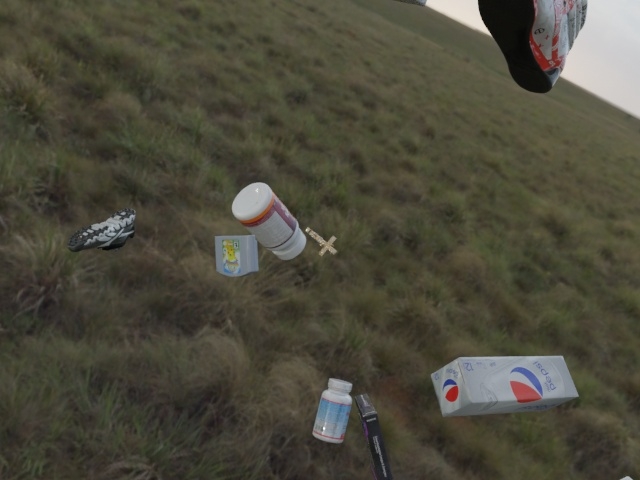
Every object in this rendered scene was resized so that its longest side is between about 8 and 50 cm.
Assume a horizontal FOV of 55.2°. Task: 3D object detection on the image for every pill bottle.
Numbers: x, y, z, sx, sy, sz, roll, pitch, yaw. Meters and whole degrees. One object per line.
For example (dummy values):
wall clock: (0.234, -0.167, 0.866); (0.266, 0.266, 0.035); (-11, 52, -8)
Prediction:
pill bottle: (0.038, 0.465, 1.677); (0.087, 0.160, 0.087); (14, -5, 1)
pill bottle: (-0.135, -0.047, 1.677); (0.221, 0.121, 0.121); (50, 2, -43)

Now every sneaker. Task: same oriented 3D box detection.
sneaker: (0.319, -0.355, 0.905); (0.090, 0.144, 0.270); (23, -12, 38)
sneaker: (-0.621, -0.004, 1.772); (0.078, 0.106, 0.234); (13, 32, 28)

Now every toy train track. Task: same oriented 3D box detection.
toy train track: (0.000, 0.000, 1.264); (0.083, 0.048, 0.014); (40, 3, 21)

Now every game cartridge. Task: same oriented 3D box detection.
game cartridge: (-0.113, 0.021, 0.811); (0.017, 0.055, 0.083); (-9, 5, -42)

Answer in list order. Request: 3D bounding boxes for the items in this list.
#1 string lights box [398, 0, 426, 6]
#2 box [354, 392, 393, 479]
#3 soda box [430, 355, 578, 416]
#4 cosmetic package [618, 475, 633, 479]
string lights box: (0.145, -0.520, 0.966); (0.133, 0.259, 0.077); (30, 15, 37)
box: (0.099, 0.371, 1.110); (0.029, 0.162, 0.116); (-15, 5, -4)
soda box: (0.370, 0.290, 1.222); (0.287, 0.098, 0.091); (6, 56, -28)
cosmetic package: (0.465, 0.608, 1.081); (0.217, 0.385, 0.156); (-129, -164, -76)
